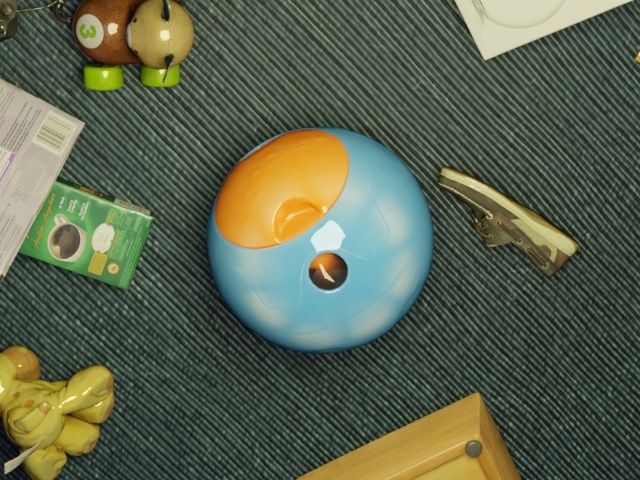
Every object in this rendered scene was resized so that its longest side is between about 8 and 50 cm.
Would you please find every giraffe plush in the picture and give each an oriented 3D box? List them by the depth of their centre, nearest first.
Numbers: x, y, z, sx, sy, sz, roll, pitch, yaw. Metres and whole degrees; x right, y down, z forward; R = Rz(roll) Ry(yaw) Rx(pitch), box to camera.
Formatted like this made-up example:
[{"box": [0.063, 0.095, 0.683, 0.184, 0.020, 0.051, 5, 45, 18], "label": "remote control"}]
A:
[{"box": [-0.404, 0.215, 1.763, 0.170, 0.210, 0.181, 35, 115, 21], "label": "giraffe plush"}]

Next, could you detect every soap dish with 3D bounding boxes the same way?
[{"box": [0.145, 0.380, 1.855, 0.291, 0.118, 0.229, -26, 105, 2], "label": "soap dish"}]

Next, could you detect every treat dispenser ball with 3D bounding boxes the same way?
[{"box": [0.000, 0.000, 1.655, 0.288, 0.288, 0.288, -1, 105, -4], "label": "treat dispenser ball"}]

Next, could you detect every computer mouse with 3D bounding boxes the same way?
[{"box": [-0.383, -0.295, 1.682, 0.242, 0.041, 0.071, -12, 93, -6], "label": "computer mouse"}]

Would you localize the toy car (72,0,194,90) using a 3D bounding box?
[{"box": [-0.217, -0.255, 1.610, 0.149, 0.188, 0.155, -6, 108, -21], "label": "toy car"}]

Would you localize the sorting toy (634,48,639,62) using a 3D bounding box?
[{"box": [0.552, -0.300, 1.736, 0.274, 0.046, 0.132, -39, 104, 7], "label": "sorting toy"}]

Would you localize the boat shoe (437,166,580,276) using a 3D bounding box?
[{"box": [0.247, -0.022, 1.773, 0.223, 0.080, 0.073, 29, 96, -15], "label": "boat shoe"}]

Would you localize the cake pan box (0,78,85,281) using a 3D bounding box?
[{"box": [-0.454, -0.103, 1.625, 0.245, 0.070, 0.267, 28, 57, -13], "label": "cake pan box"}]

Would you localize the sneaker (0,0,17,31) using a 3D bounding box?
[{"box": [-0.498, -0.317, 1.607, 0.276, 0.097, 0.135, 3, 70, 13], "label": "sneaker"}]

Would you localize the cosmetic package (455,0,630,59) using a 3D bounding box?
[{"box": [0.250, -0.444, 1.587, 0.284, 0.097, 0.377, -20, 107, 31], "label": "cosmetic package"}]

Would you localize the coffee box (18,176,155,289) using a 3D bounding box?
[{"box": [-0.325, -0.017, 1.754, 0.184, 0.040, 0.113, 19, 103, -9], "label": "coffee box"}]
